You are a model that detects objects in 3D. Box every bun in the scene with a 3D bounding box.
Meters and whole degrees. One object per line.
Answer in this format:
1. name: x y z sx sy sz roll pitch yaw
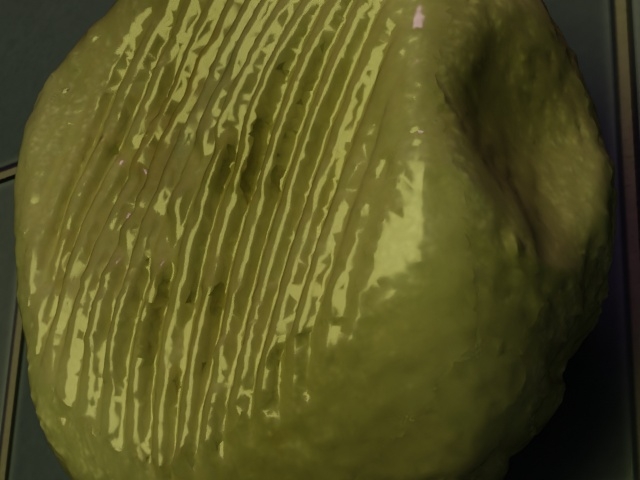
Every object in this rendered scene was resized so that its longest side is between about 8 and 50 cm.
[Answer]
1. bun: 0.000 0.000 0.864 0.352 0.227 0.349 14 79 40
